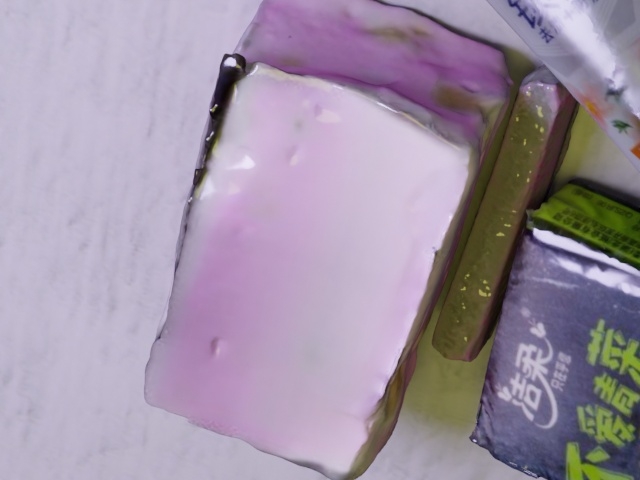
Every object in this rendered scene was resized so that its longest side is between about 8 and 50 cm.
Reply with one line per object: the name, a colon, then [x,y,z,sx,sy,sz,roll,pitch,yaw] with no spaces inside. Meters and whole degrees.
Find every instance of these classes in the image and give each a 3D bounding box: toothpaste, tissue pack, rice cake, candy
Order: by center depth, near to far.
toothpaste: [0.154,-0.108,1.012,0.323,0.066,0.100,51,124,3]
tissue pack: [0.212,0.089,1.091,0.235,0.073,0.173,26,125,24]
candy: [0.000,0.000,1.109,0.155,0.116,0.265,19,123,4]
rice cake: [0.108,-0.017,1.110,0.036,0.047,0.207,24,123,9]
